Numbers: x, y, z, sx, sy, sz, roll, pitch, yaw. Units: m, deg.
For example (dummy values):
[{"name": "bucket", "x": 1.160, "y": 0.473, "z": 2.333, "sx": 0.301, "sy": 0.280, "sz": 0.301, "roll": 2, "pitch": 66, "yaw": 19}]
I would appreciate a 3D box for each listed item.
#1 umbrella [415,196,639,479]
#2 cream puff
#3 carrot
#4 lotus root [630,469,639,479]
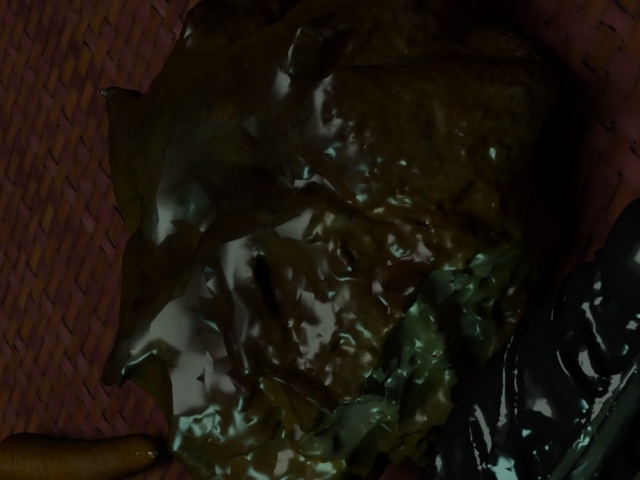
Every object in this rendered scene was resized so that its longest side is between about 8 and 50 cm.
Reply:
[{"name": "umbrella", "x": 0.064, "y": 0.126, "z": 0.821, "sx": 0.113, "sy": 0.106, "sz": 0.358, "roll": 34, "pitch": 124, "yaw": 4}, {"name": "cream puff", "x": 0.000, "y": 0.000, "z": 0.889, "sx": 0.241, "sy": 0.155, "sz": 0.269, "roll": 11, "pitch": 92, "yaw": 49}, {"name": "carrot", "x": -0.147, "y": 0.136, "z": 1.197, "sx": 0.190, "sy": 0.037, "sz": 0.037, "roll": -9, "pitch": 83, "yaw": 51}, {"name": "lotus root", "x": 0.203, "y": 0.130, "z": 0.591, "sx": 0.309, "sy": 0.173, "sz": 0.173, "roll": -12, "pitch": 80, "yaw": 54}]
